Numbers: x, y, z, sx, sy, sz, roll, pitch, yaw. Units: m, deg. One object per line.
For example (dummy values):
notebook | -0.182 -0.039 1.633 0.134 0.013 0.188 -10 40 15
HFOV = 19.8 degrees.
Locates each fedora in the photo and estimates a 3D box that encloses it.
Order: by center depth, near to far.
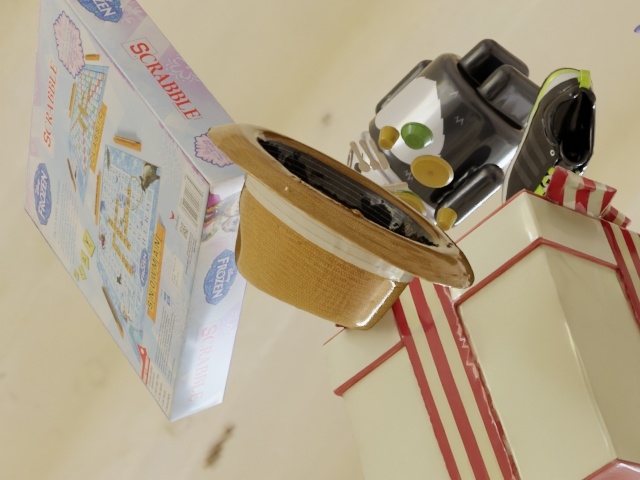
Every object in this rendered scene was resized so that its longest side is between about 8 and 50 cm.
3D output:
fedora | 0.000 0.000 1.130 0.194 0.079 0.194 28 -169 -6

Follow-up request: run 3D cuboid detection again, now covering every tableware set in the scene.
tableware set | 0.105 -0.069 2.033 0.154 0.104 0.024 59 -143 -34

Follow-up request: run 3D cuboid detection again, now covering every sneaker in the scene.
sneaker | 0.272 -0.092 2.160 0.084 0.235 0.097 6 -163 -10

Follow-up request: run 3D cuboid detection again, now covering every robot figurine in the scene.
robot figurine | 0.160 -0.133 2.399 0.173 0.278 0.209 45 -162 -6

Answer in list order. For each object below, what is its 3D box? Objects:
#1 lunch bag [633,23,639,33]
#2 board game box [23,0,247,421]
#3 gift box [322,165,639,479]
lunch bag | 0.376 -0.305 1.630 0.327 0.239 0.385 -7 -144 -43
board game box | -0.175 -0.048 1.732 0.066 0.319 0.318 -19 -127 -29
gift box | 0.164 0.111 1.352 0.276 0.255 0.258 24 -140 -42
